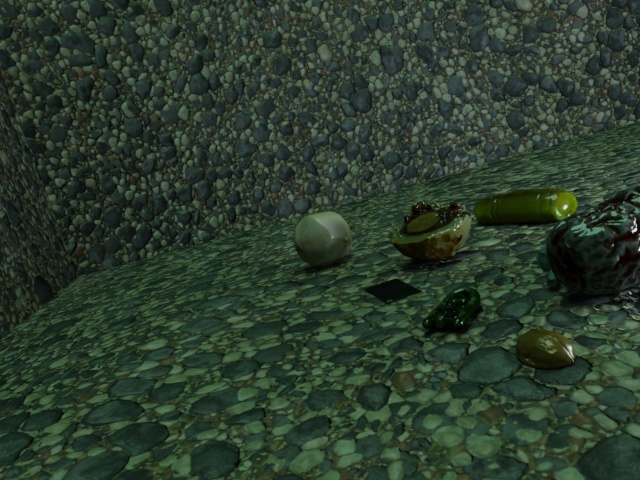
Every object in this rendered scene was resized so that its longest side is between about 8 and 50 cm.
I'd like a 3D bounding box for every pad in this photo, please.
[{"bbox_3d":[0.213,0.149,1.658,0.116,0.004,0.193,-17,11,-12],"label":"pad"}]

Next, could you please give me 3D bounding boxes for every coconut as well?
[{"bbox_3d":[0.000,0.000,2.145,0.224,0.224,0.234,-6,13,37],"label":"coconut"}]

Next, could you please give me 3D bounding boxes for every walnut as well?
[{"bbox_3d":[0.422,0.198,1.047,0.091,0.052,0.121,-23,12,-24],"label":"walnut"}]

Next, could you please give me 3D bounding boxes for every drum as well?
[{"bbox_3d":[0.607,0.063,1.458,0.130,0.049,0.253,-2,17,47],"label":"drum"}]

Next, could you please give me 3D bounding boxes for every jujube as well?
[{"bbox_3d":[0.675,0.003,1.256,0.317,0.226,0.226,-20,13,-17],"label":"jujube"}]

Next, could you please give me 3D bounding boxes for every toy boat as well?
[{"bbox_3d":[0.321,0.165,1.326,0.104,0.052,0.210,-9,13,37],"label":"toy boat"}]

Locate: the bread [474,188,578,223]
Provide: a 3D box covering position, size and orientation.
[{"bbox_3d":[0.750,-0.130,2.042,0.166,0.112,0.384,-23,14,-35],"label":"bread"}]

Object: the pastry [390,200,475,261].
[{"bbox_3d":[0.375,-0.009,1.839,0.256,0.170,0.237,3,41,43],"label":"pastry"}]
